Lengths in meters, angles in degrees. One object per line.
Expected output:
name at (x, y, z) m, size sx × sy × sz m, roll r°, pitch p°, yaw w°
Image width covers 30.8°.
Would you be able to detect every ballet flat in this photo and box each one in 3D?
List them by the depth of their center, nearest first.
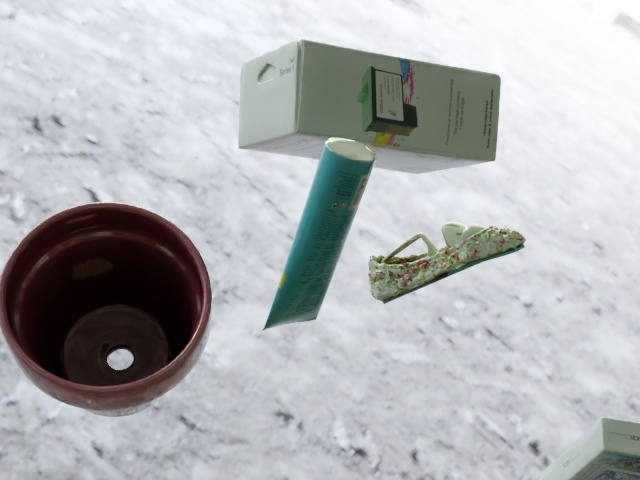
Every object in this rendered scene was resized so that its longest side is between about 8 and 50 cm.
ballet flat at (0.168, 0.019, 1.642) m, size 0.077 × 0.241 × 0.091 m, roll 67°, pitch 20°, yaw -1°

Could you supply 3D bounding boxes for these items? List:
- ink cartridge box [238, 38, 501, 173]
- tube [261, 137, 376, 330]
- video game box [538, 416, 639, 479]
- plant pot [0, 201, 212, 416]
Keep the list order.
ink cartridge box at (0.056, -0.163, 1.472) m, size 0.278 × 0.117 × 0.201 m, roll 6°, pitch -4°, yaw -24°
tube at (0.000, 0.000, 1.164) m, size 0.080 × 0.207 × 0.052 m, roll -4°, pitch 33°, yaw -42°
video game box at (0.374, 0.273, 1.347) m, size 0.187 × 0.205 × 0.048 m, roll 8°, pitch 59°, yaw -8°
plant pot at (-0.210, 0.089, 1.162) m, size 0.201 × 0.180 × 0.201 m, roll 3°, pitch 63°, yaw -5°
